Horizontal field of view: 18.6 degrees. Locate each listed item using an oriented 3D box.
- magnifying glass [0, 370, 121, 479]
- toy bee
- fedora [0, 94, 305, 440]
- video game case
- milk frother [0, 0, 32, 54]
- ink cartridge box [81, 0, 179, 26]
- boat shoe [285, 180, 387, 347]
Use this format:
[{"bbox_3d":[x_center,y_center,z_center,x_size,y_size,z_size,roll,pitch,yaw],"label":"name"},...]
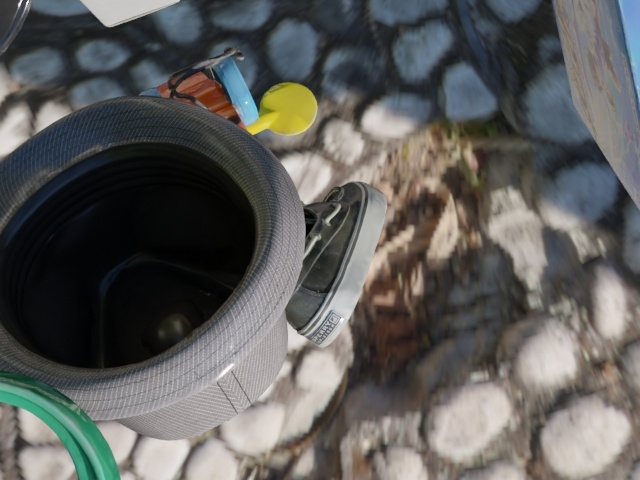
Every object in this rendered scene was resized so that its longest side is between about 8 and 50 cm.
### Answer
[{"bbox_3d":[-0.189,0.075,0.791,0.231,0.026,0.092,22,103,10],"label":"magnifying glass"},{"bbox_3d":[-0.103,-0.078,1.780,0.195,0.298,0.162,-23,96,15],"label":"toy bee"},{"bbox_3d":[-0.118,0.036,1.341,0.244,0.275,0.124,-42,137,-14],"label":"fedora"},{"bbox_3d":[0.218,-0.160,1.410,0.061,0.244,0.269,-17,123,0],"label":"video game case"},{"bbox_3d":[-0.172,-0.061,0.605,0.129,0.135,0.143,-15,81,30],"label":"milk frother"},{"bbox_3d":[-0.171,-0.280,1.543,0.072,0.127,0.175,-16,55,23],"label":"ink cartridge box"},{"bbox_3d":[0.000,0.000,1.494,0.070,0.219,0.078,34,113,-9],"label":"boat shoe"}]
